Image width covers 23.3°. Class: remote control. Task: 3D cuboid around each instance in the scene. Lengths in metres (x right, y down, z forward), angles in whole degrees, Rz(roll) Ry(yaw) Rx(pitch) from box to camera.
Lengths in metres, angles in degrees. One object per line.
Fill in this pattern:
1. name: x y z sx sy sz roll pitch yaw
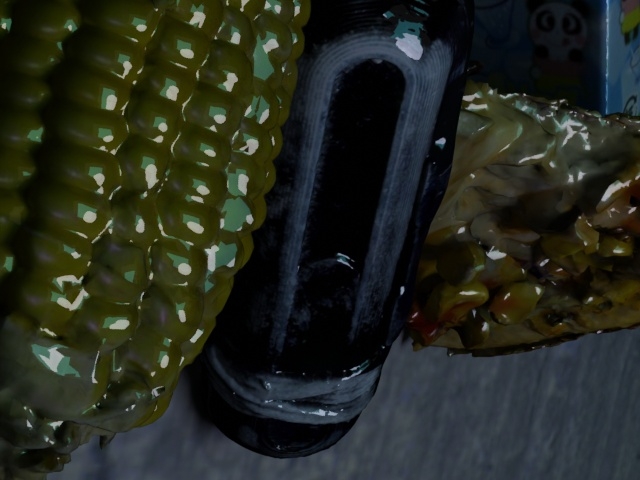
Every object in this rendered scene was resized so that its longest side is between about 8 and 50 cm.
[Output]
1. remote control: 0.000 0.000 0.622 0.066 0.090 0.265 -82 -177 -53

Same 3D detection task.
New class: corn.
1. corn: -0.066 -0.088 0.503 0.130 0.130 0.346 31 69 -58

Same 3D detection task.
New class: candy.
1. candy: 0.122 -0.140 0.831 0.062 0.097 0.194 -33 127 -47

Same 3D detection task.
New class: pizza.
1. pizza: 0.116 -0.013 0.721 0.288 0.251 0.074 40 46 -56

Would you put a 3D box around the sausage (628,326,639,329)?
1. sausage: 0.184 0.023 1.023 0.169 0.065 0.065 15 87 -61
